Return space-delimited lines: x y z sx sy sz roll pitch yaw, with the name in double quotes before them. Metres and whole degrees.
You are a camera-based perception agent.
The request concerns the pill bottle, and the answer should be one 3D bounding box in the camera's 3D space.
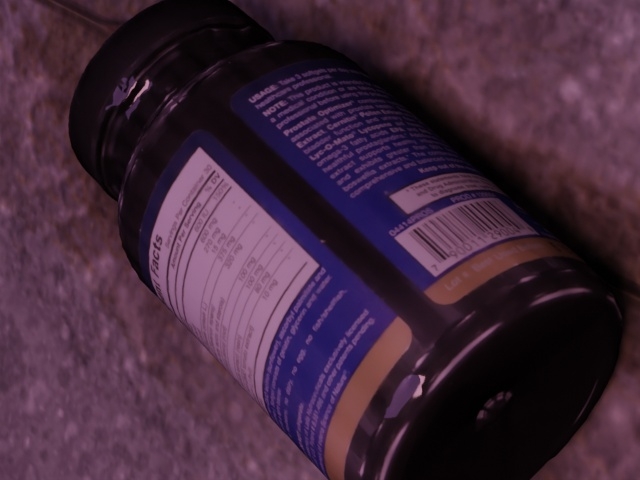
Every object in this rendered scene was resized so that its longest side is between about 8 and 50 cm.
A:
"pill bottle" 0.000 0.000 0.707 0.219 0.123 0.122 45 125 32
